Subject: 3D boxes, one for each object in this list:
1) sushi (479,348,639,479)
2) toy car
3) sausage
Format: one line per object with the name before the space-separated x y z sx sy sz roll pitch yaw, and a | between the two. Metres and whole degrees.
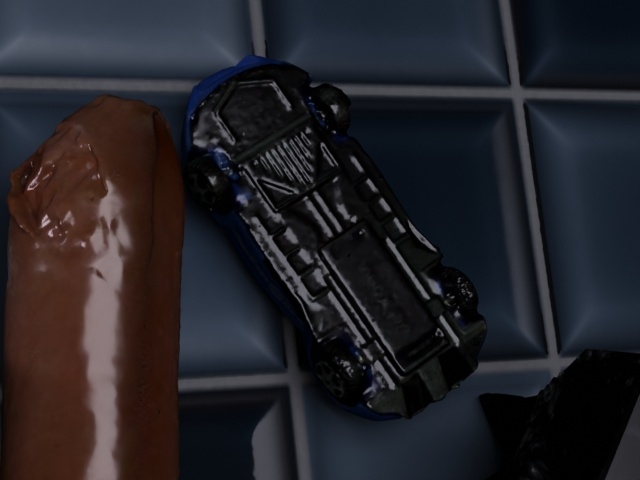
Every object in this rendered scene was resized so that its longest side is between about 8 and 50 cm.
sushi | 0.173 0.197 0.796 0.215 0.227 0.212 27 75 -9
toy car | 0.000 0.000 0.862 0.103 0.063 0.216 -33 85 -27
sausage | -0.115 0.132 0.762 0.094 0.094 0.419 6 75 -18
